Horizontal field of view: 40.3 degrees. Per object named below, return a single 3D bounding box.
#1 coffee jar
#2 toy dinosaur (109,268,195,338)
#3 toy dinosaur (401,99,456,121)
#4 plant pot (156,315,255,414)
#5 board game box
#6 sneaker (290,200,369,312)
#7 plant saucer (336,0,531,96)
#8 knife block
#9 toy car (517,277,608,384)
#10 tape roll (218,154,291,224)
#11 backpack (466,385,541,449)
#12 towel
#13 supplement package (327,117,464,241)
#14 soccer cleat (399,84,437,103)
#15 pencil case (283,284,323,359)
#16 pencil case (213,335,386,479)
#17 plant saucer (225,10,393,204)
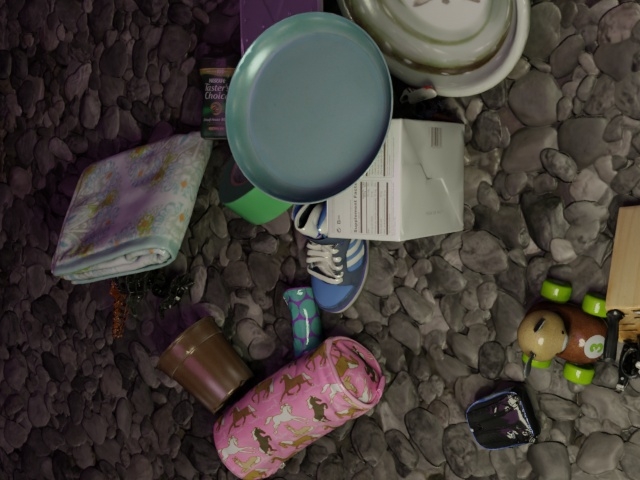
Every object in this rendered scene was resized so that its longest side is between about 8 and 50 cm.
[{"bbox_3d":[-0.207,-0.307,1.856,0.096,0.079,0.184,2,97,22],"label":"coffee jar"},{"bbox_3d":[-0.416,0.074,2.021,0.218,0.164,0.322,35,131,45],"label":"toy dinosaur"},{"bbox_3d":[0.194,-0.232,1.634,0.090,0.047,0.082,53,140,3],"label":"toy dinosaur"},{"bbox_3d":[-0.243,0.282,1.907,0.165,0.167,0.167,45,117,13],"label":"plant pot"},{"bbox_3d":[-0.066,-0.483,1.648,0.390,0.050,0.390,-173,80,-65],"label":"board game box"},{"bbox_3d":[0.001,0.000,1.664,0.130,0.236,0.323,23,107,29],"label":"sneaker"},{"bbox_3d":[0.199,-0.444,1.509,0.400,0.100,0.400,30,146,23],"label":"plant saucer"},{"bbox_3d":[0.497,0.087,1.353,0.088,0.242,0.276,-5,93,32],"label":"knife block"},{"bbox_3d":[0.392,0.164,1.460,0.149,0.188,0.155,20,106,30],"label":"toy car"},{"bbox_3d":[-0.068,-0.182,1.660,0.077,0.321,0.321,35,121,-22],"label":"tape roll"},{"bbox_3d":[0.332,0.323,1.579,0.114,0.084,0.105,-24,83,29],"label":"backpack"},{"bbox_3d":[-0.422,-0.073,1.923,0.374,0.090,0.320,-11,54,33],"label":"towel"},{"bbox_3d":[0.138,-0.111,1.548,0.145,0.262,0.204,3,96,32],"label":"supplement package"},{"bbox_3d":[0.181,-0.267,1.610,0.083,0.029,0.035,12,58,51],"label":"soccer cleat"},{"bbox_3d":[-0.035,0.170,1.810,0.070,0.064,0.152,-9,90,20],"label":"pencil case"},{"bbox_3d":[-0.047,0.346,1.783,0.386,0.167,0.160,-40,53,31],"label":"pencil case"},{"bbox_3d":[-0.017,-0.217,1.451,0.317,0.043,0.318,-1,88,29],"label":"plant saucer"}]
